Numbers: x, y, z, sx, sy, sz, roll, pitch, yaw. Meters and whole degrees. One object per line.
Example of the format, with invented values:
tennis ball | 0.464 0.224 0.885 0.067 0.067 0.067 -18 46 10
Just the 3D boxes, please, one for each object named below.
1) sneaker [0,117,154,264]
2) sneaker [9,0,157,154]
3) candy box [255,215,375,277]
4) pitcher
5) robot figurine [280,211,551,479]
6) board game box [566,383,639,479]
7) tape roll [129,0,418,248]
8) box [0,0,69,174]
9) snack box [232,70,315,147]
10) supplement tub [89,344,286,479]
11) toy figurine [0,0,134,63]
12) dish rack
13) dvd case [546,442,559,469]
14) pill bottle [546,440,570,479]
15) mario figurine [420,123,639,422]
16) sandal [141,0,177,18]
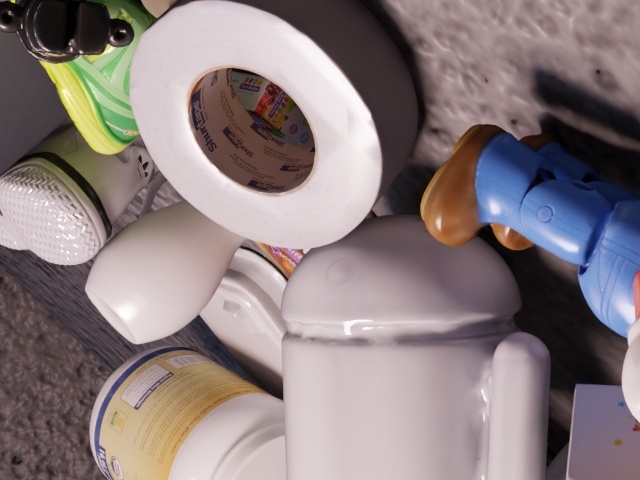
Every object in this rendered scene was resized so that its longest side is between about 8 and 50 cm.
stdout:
sneaker | -0.334 -0.104 1.311 0.366 0.210 0.137 19 138 31
sneaker | -0.216 -0.207 1.067 0.109 0.123 0.295 57 172 33
candy box | 0.000 0.000 1.149 0.109 0.053 0.186 46 159 -2
pitcher | -0.173 0.004 1.269 0.178 0.207 0.125 31 155 37
robot figurine | 0.068 0.132 0.939 0.300 0.200 0.353 0 93 48
board game box | 0.283 0.245 0.753 0.224 0.097 0.303 1 124 17
tape roll | -0.038 -0.101 0.878 0.219 0.072 0.219 18 134 19
box | -0.413 -0.214 1.184 0.294 0.296 0.183 32 156 30
snack box | -0.059 -0.114 1.024 0.100 0.037 0.141 34 171 -39
supplement tub | -0.150 0.294 1.560 0.316 0.228 0.228 22 150 47
toy figurine | -0.179 -0.246 0.795 0.213 0.209 0.148 47 175 -20
dish rack | -0.076 0.142 1.553 0.285 0.072 0.333 12 143 55
dvd case | 0.222 0.265 1.090 0.238 0.179 0.029 39 117 14
pill bottle | 0.315 0.284 0.929 0.283 0.161 0.161 51 159 -17
mario figurine | 0.202 0.052 0.667 0.320 0.198 0.170 33 145 40
sandal | -0.102 -0.184 0.990 0.180 0.049 0.072 34 157 28
